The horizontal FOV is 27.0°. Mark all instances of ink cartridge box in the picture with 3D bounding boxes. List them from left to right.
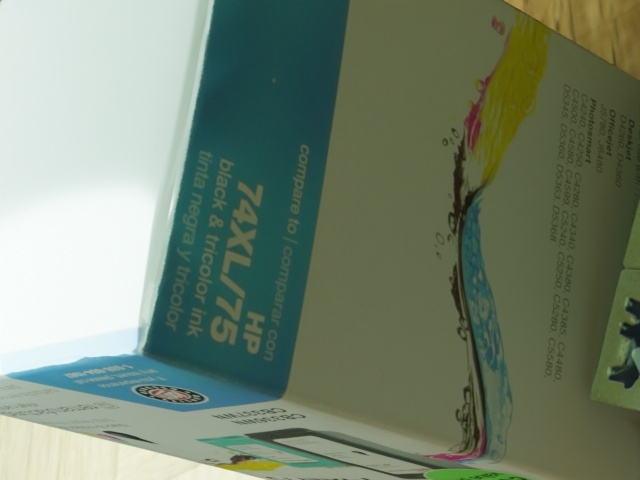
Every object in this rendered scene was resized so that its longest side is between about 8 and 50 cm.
[{"bbox_3d":[0.000,0.000,0.598,0.198,0.270,0.197,-14,62,50],"label":"ink cartridge box"}]

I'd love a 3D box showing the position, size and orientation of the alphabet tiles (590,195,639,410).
[{"bbox_3d":[0.234,-0.008,0.418,0.343,0.011,0.285,4,75,54],"label":"alphabet tiles"}]
